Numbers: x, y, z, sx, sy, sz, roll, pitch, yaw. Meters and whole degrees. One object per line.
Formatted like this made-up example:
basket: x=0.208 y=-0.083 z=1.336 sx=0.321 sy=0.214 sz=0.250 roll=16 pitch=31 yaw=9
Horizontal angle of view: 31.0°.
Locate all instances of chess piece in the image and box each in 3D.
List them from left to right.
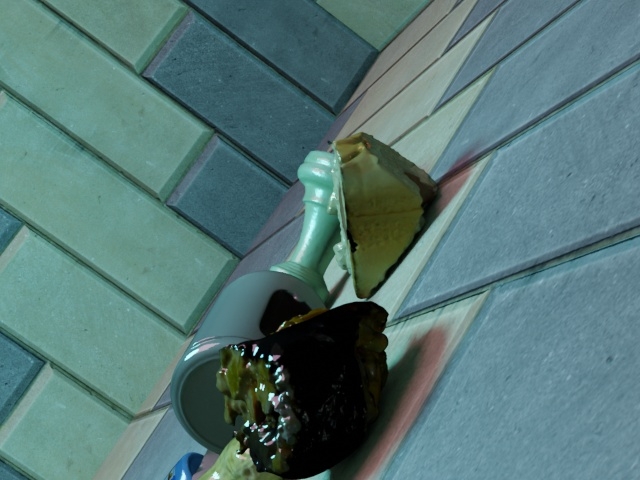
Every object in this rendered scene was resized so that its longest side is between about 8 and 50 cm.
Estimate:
chess piece: x=0.000 y=0.000 z=2.160 sx=0.299 sy=0.194 sz=0.194 roll=-64 pitch=9 yaw=-6

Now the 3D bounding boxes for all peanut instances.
peanut: x=-0.121 y=0.347 z=1.643 sx=0.229 sy=0.098 sz=0.103 roll=-51 pitch=50 yaw=24

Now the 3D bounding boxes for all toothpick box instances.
toothpick box: x=-0.106 y=0.179 z=1.824 sx=0.229 sy=0.229 sz=0.316 roll=-50 pitch=8 yaw=26

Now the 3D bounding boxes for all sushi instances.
sushi: x=-0.009 y=0.177 z=1.443 sx=0.200 sy=0.204 sz=0.213 roll=16 pitch=107 yaw=56

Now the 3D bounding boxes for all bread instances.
bread: x=0.059 y=-0.062 z=1.902 sx=0.224 sy=0.211 sz=0.183 roll=-47 pitch=16 yaw=10

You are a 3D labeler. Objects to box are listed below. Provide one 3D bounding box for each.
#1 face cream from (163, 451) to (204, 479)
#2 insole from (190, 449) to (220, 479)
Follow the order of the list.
face cream: x=-0.274 y=0.485 z=1.974 sx=0.264 sy=0.083 sz=0.149 roll=-52 pitch=13 yaw=16
insole: x=-0.189 y=0.415 z=1.841 sx=0.111 sy=0.007 sz=0.328 roll=-1 pitch=47 yaw=35
